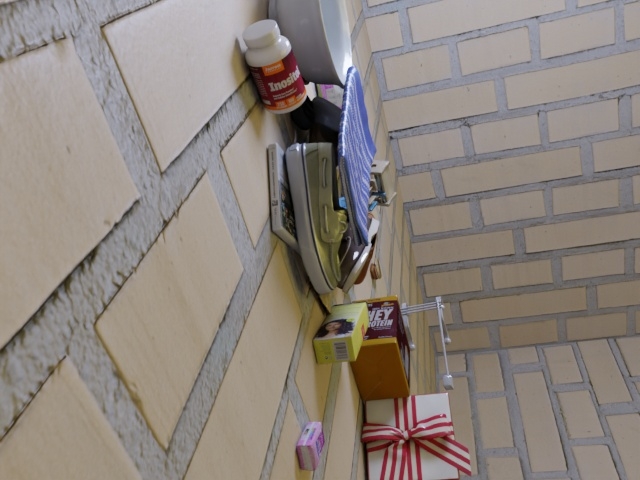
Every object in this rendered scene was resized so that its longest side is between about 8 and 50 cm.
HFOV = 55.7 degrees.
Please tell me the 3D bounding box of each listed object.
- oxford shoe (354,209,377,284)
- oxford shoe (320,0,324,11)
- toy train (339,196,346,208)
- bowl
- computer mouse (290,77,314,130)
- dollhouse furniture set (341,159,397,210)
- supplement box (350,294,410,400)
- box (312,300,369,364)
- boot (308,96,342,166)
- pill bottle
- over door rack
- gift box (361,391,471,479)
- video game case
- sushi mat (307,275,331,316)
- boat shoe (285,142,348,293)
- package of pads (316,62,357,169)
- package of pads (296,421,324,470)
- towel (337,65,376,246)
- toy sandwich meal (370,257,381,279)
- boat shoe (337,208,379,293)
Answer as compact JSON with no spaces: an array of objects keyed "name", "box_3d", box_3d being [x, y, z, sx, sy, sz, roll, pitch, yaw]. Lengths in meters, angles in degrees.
[{"name":"oxford shoe","box_3d":[0.106,0.031,1.587,0.076,0.076,0.212,-121,-147,-60]},{"name":"oxford shoe","box_3d":[-0.010,-0.695,1.562,0.169,0.130,0.449,63,21,-48]},{"name":"toy train","box_3d":[0.094,-0.036,1.675,0.184,0.080,0.105,67,14,-45]},{"name":"bowl","box_3d":[-0.027,-0.467,1.315,0.298,0.134,0.297,-7,90,-75]},{"name":"computer mouse","box_3d":[-0.050,-0.338,1.378,0.071,0.041,0.242,43,32,-42]},{"name":"dollhouse furniture set","box_3d":[0.127,-0.143,1.840,0.183,0.129,0.129,-53,138,-38]},{"name":"supplement box","box_3d":[0.159,0.285,1.617,0.194,0.129,0.191,-76,154,-58]},{"name":"box","box_3d":[0.051,0.197,1.330,0.232,0.087,0.058,-46,126,-74]},{"name":"boot","box_3d":[0.003,-0.244,1.426,0.115,0.112,0.305,-57,-164,31]},{"name":"pill bottle","box_3d":[-0.085,-0.313,1.097,0.086,0.086,0.152,-85,160,-44]},{"name":"over door rack","box_3d":[0.260,0.327,1.784,0.324,0.240,0.108,-85,155,-46]},{"name":"gift box","box_3d":[0.255,0.560,1.577,0.258,0.255,0.276,68,13,-50]},{"name":"video game case","box_3d":[-0.060,-0.073,1.186,0.190,0.022,0.173,48,35,-67]},{"name":"sushi mat","box_3d":[0.000,0.000,1.388,0.151,0.019,0.316,62,23,-51]},{"name":"boat shoe","box_3d":[0.005,-0.043,1.177,0.109,0.094,0.302,-53,133,-72]},{"name":"package of pads","box_3d":[0.072,-0.358,1.732,0.229,0.101,0.296,-52,131,-72]},{"name":"package of pads","box_3d":[-0.016,0.360,1.064,0.083,0.032,0.050,-46,129,-73]},{"name":"towel","box_3d":[0.080,-0.182,1.270,0.336,0.040,0.243,-83,163,-45]},{"name":"toy sandwich meal","box_3d":[0.188,0.098,2.073,0.085,0.029,0.085,-12,90,-80]},{"name":"boat shoe","box_3d":[0.061,0.014,1.380,0.116,0.097,0.324,-60,-179,27]}]
